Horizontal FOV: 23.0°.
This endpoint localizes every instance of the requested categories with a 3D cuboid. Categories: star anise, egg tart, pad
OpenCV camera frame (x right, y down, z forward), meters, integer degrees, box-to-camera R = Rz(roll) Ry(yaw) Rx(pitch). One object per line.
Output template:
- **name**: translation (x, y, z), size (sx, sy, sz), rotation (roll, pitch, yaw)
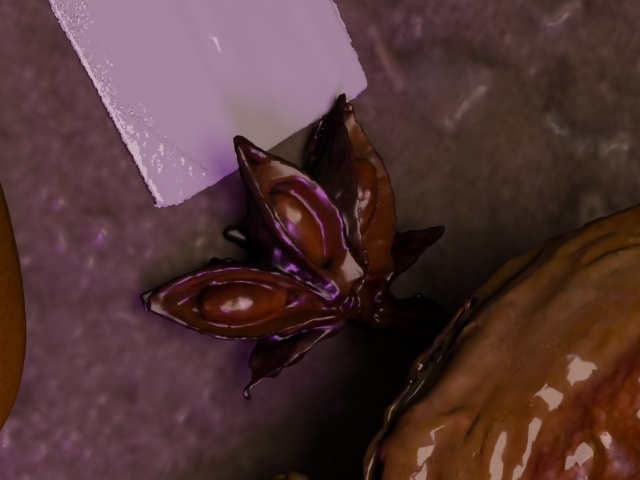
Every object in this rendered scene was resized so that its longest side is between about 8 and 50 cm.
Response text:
- **star anise**: translation (0.002, 0.000, 0.850), size (0.212, 0.053, 0.157), rotation (-8, 95, -28)
- **egg tart**: translation (0.171, 0.194, 0.871), size (0.443, 0.178, 0.443), rotation (-1, 92, -33)
- **pad**: translation (-0.076, -0.151, 0.836), size (0.156, 0.004, 0.232), rotation (-33, 105, -27)

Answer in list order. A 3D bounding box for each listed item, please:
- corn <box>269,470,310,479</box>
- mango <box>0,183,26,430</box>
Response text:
- **corn**: translation (-0.086, 0.206, 0.779), size (0.248, 0.081, 0.081), rotation (-32, 105, -28)
- **mango**: translation (-0.209, -0.009, 0.694), size (0.138, 0.113, 0.253), rotation (-28, 110, -32)
